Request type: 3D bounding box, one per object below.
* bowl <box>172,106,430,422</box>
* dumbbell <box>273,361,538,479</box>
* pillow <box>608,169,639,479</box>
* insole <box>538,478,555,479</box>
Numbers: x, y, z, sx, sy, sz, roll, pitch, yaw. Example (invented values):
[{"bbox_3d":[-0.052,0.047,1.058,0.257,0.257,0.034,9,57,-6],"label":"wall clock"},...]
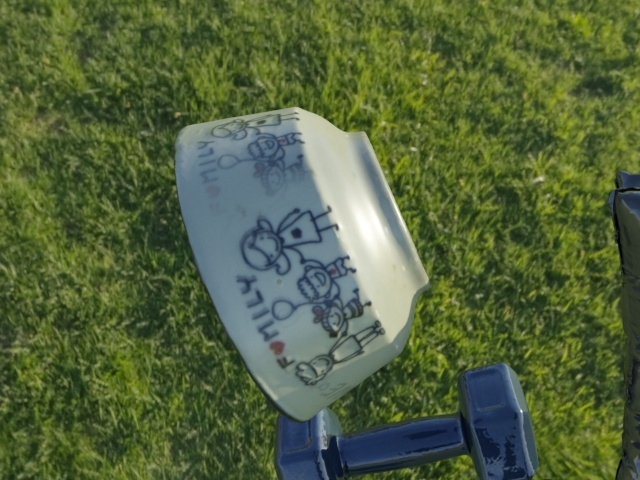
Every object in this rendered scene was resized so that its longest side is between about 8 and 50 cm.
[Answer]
[{"bbox_3d":[0.000,0.000,0.534,0.126,0.238,0.238,-24,56,7],"label":"bowl"},{"bbox_3d":[0.106,0.260,0.912,0.324,0.144,0.160,-13,96,11],"label":"dumbbell"},{"bbox_3d":[0.343,0.105,0.557,0.228,0.326,0.101,1,10,20],"label":"pillow"},{"bbox_3d":[0.346,0.358,0.822,0.253,0.005,0.086,33,97,5],"label":"insole"}]
